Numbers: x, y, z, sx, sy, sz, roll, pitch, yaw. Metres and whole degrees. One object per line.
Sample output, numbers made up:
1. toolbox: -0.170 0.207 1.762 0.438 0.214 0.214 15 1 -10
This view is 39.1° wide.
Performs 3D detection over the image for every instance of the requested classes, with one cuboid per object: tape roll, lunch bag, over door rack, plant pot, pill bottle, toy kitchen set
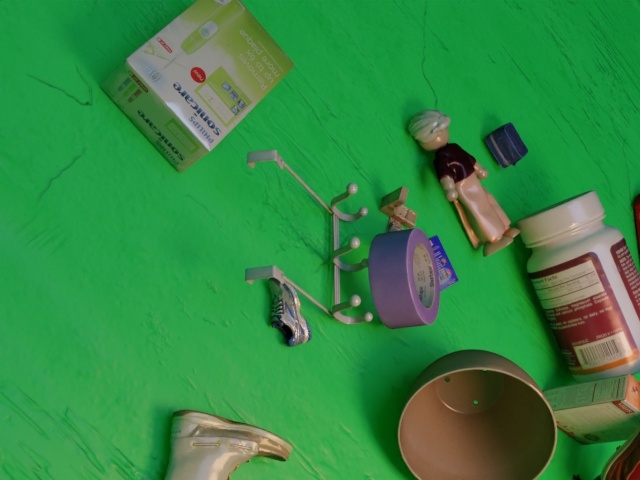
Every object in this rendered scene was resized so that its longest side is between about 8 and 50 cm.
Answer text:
1. tape roll: 0.163 0.073 1.735 0.189 0.080 0.189 32 54 -59
2. lunch bag: 0.431 -0.216 2.096 0.098 0.065 0.067 59 35 -3
3. over door rack: 0.000 0.000 1.611 0.324 0.108 0.239 29 53 -51
4. plant pot: 0.289 0.318 1.706 0.284 0.284 0.191 49 18 -13
5. pill bottle: 0.595 0.103 2.005 0.224 0.224 0.392 -21 88 -39
6. toy kitchen set: 0.170 -0.052 1.837 0.083 0.075 0.068 29 60 -21

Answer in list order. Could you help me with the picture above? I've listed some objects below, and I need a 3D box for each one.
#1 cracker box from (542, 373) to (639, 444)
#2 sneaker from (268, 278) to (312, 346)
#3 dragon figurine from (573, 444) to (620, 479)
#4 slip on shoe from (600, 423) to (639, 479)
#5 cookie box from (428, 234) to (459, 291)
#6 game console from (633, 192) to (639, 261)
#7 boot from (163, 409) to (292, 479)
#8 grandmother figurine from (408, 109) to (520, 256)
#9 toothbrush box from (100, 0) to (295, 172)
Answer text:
1. cracker box: 0.605 0.363 1.916 0.156 0.232 0.067 35 57 -23
2. sneaker: -0.065 0.129 1.618 0.058 0.052 0.135 -25 90 -35
3. dragon figurine: 0.608 0.566 1.905 0.085 0.144 0.289 32 58 -23
4. slip on shoe: 0.683 0.391 1.777 0.123 0.331 0.101 28 15 -18
5. cookie box: 0.226 0.054 1.864 0.092 0.040 0.107 -25 90 -39
6. game console: 0.970 0.065 2.403 0.342 0.060 0.386 13 68 -33
7. boot: -0.153 0.375 1.451 0.213 0.077 0.165 21 62 -24
8. grandmother figurine: 0.302 -0.133 1.956 0.342 0.104 0.208 58 24 -2
9. toothbrush box: -0.212 -0.294 1.609 0.206 0.122 0.283 49 54 -13
